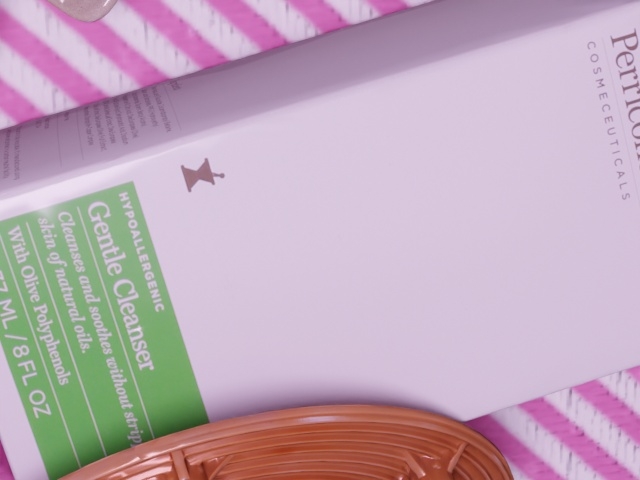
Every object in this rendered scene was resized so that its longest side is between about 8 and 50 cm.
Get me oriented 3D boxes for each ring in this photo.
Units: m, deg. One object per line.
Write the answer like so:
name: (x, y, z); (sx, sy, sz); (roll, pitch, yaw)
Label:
ring: (-0.052, 0.192, 0.917); (0.337, 0.032, 0.336); (-13, 146, -9)

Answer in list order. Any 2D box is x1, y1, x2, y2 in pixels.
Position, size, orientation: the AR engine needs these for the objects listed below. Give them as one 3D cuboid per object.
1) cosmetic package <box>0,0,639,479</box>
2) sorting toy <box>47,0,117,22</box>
cosmetic package: (0.000, 0.000, 0.907); (0.366, 0.155, 0.197); (-18, 108, -3)
sorting toy: (-0.147, -0.233, 0.862); (0.196, 0.047, 0.347); (34, 91, -15)
